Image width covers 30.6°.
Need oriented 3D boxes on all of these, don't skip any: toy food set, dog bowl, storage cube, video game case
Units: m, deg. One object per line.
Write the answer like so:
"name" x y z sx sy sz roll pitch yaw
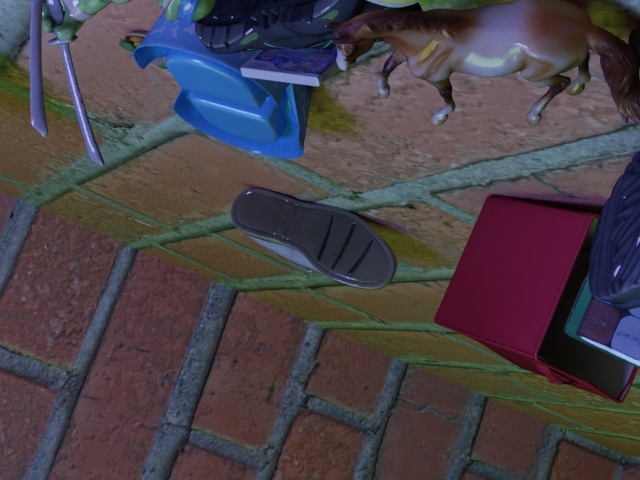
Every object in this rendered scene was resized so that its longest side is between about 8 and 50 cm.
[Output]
"toy food set" -0.199 -0.227 1.410 0.082 0.020 0.083 14 167 29
"dog bowl" -0.098 -0.181 1.320 0.165 0.074 0.297 17 167 15
"storage cube" 0.298 0.070 1.486 0.183 0.215 0.193 27 173 -35
"video game case" -0.005 -0.181 1.077 0.087 0.122 0.011 13 134 32

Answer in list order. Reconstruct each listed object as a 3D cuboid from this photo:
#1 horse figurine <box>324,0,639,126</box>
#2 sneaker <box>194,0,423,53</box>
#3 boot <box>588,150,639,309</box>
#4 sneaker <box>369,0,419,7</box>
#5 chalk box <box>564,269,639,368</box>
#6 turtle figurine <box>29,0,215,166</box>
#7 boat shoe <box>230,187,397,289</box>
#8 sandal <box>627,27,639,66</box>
"horse figurine" 0.141 -0.146 0.945 0.263 0.066 0.174 2 160 5
"sneaker" -0.020 -0.201 1.035 0.106 0.101 0.267 14 -179 -36
"boot" 0.484 0.016 0.911 0.445 0.146 0.367 20 150 -9
"sneaker" -0.005 -0.261 0.823 0.240 0.091 0.126 22 151 -14
"chalk box" 0.376 0.054 1.160 0.180 0.179 0.289 25 -176 33
"turtle figurine" -0.239 -0.225 0.961 0.266 0.275 0.198 42 -158 3
"boat shoe" 0.000 0.000 1.924 0.302 0.113 0.103 27 173 23
"sandal" 0.332 -0.106 0.975 0.219 0.060 0.090 28 166 -35
